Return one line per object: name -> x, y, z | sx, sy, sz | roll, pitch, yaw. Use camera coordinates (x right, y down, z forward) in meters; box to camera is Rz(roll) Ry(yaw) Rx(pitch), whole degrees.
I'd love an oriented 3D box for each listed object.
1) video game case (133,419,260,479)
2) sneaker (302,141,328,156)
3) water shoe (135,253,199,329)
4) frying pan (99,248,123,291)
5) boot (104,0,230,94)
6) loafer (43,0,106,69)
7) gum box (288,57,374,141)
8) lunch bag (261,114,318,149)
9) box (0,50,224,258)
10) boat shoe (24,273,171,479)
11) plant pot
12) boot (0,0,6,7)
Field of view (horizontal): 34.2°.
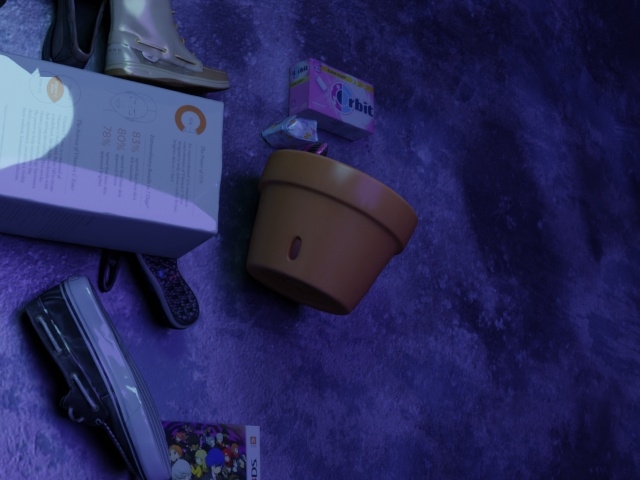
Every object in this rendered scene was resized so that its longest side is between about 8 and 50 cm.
video game case -> -0.194, 0.397, 1.666 | 0.232, 0.042, 0.210 | 13, 68, -41
sneaker -> -0.015, -0.139, 1.999 | 0.119, 0.047, 0.057 | -59, 135, -33
water shoe -> -0.262, 0.051, 1.677 | 0.073, 0.080, 0.203 | -18, 87, -33
frying pan -> -0.325, -0.100, 1.683 | 0.197, 0.053, 0.326 | 47, 47, -24
boot -> -0.257, -0.353, 1.760 | 0.262, 0.095, 0.203 | 1, 85, -49
loafer -> -0.379, -0.389, 1.682 | 0.096, 0.084, 0.267 | 20, 65, -39
gum box -> 0.028, -0.275, 2.058 | 0.188, 0.062, 0.107 | 16, 68, -40
lunch bag -> -0.057, -0.204, 1.950 | 0.083, 0.071, 0.053 | 3, 78, -43
box -> -0.334, -0.116, 1.536 | 0.345, 0.168, 0.215 | 10, 70, -27
boat shoe -> -0.330, 0.219, 1.547 | 0.119, 0.121, 0.335 | -26, 88, -4
plant pot -> 0.000, 0.000, 1.825 | 0.291, 0.291, 0.203 | 33, 74, -33
boot -> -0.549, -0.429, 1.475 | 0.190, 0.076, 0.208 | 6, 53, -41
